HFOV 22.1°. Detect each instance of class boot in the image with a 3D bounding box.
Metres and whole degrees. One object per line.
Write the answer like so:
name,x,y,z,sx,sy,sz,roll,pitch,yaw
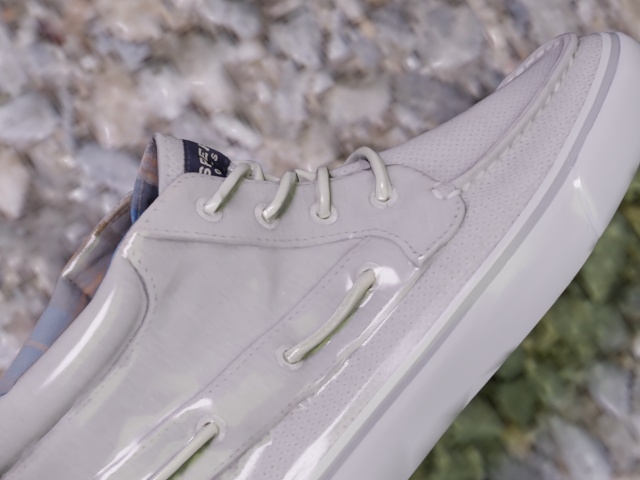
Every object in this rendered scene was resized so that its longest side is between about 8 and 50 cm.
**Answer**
boot,0.000,0.000,0.522,0.123,0.095,0.258,41,69,-9
